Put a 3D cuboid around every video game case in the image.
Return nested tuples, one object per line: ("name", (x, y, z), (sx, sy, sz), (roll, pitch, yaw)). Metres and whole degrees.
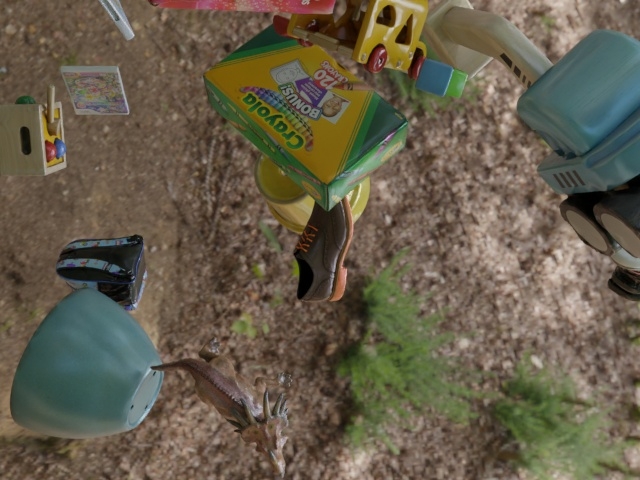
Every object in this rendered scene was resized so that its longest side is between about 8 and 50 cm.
("video game case", (-0.468, -0.542, 1.731), (0.193, 0.023, 0.212), (58, 1, -46))
("video game case", (-0.357, -0.237, 1.315), (0.087, 0.122, 0.011), (-1, 66, -5))

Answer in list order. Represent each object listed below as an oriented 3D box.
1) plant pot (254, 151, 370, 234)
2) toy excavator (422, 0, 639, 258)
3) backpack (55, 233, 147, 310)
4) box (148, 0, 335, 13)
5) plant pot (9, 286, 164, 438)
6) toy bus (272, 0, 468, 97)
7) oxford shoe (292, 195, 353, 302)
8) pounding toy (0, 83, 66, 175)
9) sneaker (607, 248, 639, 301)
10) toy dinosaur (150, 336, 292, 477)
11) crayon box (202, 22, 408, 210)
("plant pot", (-0.037, -0.145, 1.962), (0.239, 0.254, 0.254), (22, 56, -68))
("toy excavator", (0.348, -0.211, 1.180), (0.445, 0.222, 0.433), (49, 0, -3))
("backpack", (-0.469, 0.068, 1.770), (0.173, 0.117, 0.158), (2, 40, -3))
("box", (-0.059, -0.277, 0.530), (0.123, 0.128, 0.256), (-2, 53, -18))
("plant pot", (-0.418, 0.260, 1.579), (0.195, 0.290, 0.290), (22, 47, 11))
("toy bus", (0.061, -0.235, 0.868), (0.191, 0.104, 0.202), (13, 18, -17))
("oxford shoe", (0.000, 0.000, 1.675), (0.098, 0.097, 0.271), (-7, 106, -31))
("pounding toy", (-0.449, -0.178, 1.314), (0.130, 0.100, 0.141), (-89, 179, -78))
("sneaker", (0.587, 0.056, 1.535), (0.104, 0.147, 0.296), (36, 27, 28))
("toy dinosaur", (-0.159, 0.272, 1.463), (0.296, 0.200, 0.127), (31, 93, -3))
("crayon box", (-0.025, -0.195, 1.252), (0.165, 0.081, 0.278), (-41, 69, -17))
